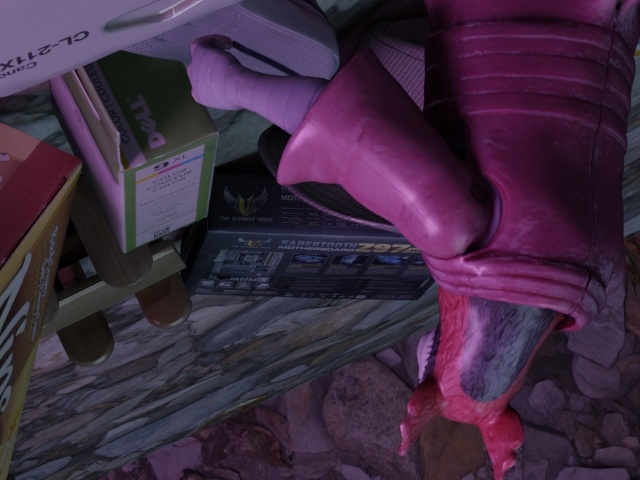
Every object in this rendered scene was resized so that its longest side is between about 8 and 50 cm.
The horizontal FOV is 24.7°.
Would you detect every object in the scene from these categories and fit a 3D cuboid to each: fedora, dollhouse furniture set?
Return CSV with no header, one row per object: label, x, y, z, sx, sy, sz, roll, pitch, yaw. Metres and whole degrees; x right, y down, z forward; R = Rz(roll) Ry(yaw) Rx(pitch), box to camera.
fedora,0.103,-0.090,1.080,0.276,0.243,0.124,11,112,-16
dollhouse furniture set,-0.211,0.082,1.149,0.242,0.161,0.212,-26,168,-3

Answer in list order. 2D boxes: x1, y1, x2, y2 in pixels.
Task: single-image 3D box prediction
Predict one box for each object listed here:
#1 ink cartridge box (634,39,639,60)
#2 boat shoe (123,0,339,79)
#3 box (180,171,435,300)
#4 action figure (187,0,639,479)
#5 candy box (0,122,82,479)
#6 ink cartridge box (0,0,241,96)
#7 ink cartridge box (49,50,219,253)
ink cartridge box,0.163,-0.134,1.281,0.186,0.065,0.311,-13,165,-45
boat shoe,-0.076,-0.138,0.733,0.083,0.075,0.226,-26,153,22
box,0.000,0.000,1.301,0.233,0.059,0.183,1,162,-11
action figure,0.108,-0.073,0.673,0.248,0.370,0.276,14,167,-43
candy box,-0.244,0.098,0.895,0.183,0.088,0.316,-65,177,-49
ink cartridge box,-0.080,-0.148,0.422,0.127,0.175,0.072,-25,168,-12
ink cartridge box,-0.108,-0.078,0.821,0.062,0.109,0.209,-25,167,-12
